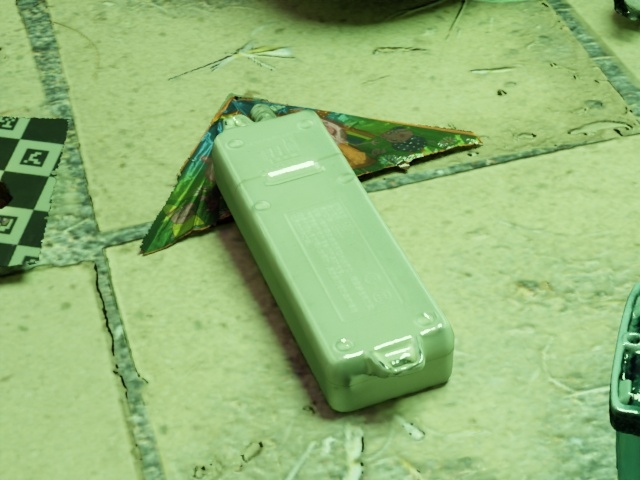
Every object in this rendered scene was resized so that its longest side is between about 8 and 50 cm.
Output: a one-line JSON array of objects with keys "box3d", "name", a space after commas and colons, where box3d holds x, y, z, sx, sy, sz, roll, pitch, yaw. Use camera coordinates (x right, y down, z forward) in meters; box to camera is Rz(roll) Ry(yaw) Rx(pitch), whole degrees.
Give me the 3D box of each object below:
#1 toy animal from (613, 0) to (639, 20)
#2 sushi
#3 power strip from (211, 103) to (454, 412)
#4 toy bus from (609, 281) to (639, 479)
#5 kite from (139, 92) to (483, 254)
[{"box3d": [0.425, -0.345, 1.480, 0.258, 0.193, 0.357, -16, 16, 24], "name": "toy animal"}, {"box3d": [-0.323, -0.032, 1.229, 0.210, 0.040, 0.192, 1, 46, 2], "name": "sushi"}, {"box3d": [0.000, 0.000, 1.128, 0.098, 0.058, 0.338, -17, 45, -12], "name": "power strip"}, {"box3d": [0.308, 0.128, 0.867, 0.271, 0.164, 0.133, 8, 38, 15], "name": "toy bus"}, {"box3d": [-0.028, -0.073, 1.280, 0.321, 0.016, 0.234, -18, 38, -19], "name": "kite"}]
